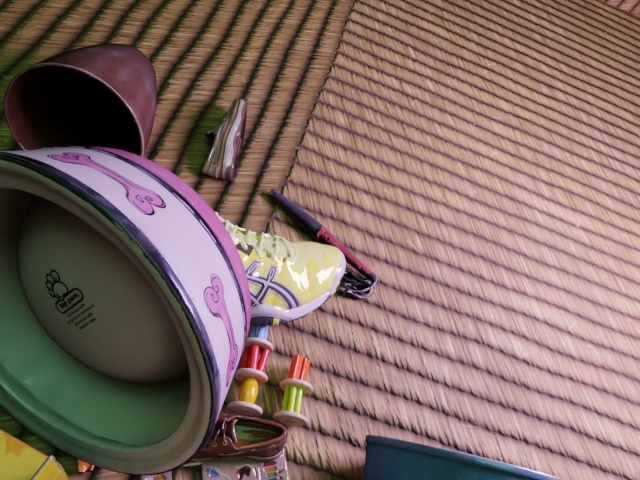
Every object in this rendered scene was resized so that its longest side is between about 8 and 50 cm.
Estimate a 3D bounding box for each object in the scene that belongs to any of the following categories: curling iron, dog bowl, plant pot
[{"bbox_3d":[0.000,0.000,0.980,0.068,0.035,0.274,-33,75,-34],"label":"curling iron"},{"bbox_3d":[-0.264,0.072,0.633,0.408,0.408,0.150,35,35,4],"label":"dog bowl"},{"bbox_3d":[0.163,0.402,0.656,0.272,0.271,0.255,18,69,-9],"label":"plant pot"},{"bbox_3d":[-0.371,-0.242,0.915,0.216,0.215,0.230,18,39,-8],"label":"plant pot"}]

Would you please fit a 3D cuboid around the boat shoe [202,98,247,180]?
[{"bbox_3d":[-0.186,-0.202,1.027,0.072,0.068,0.189,8,56,-2],"label":"boat shoe"}]

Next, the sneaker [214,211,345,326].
[{"bbox_3d":[-0.130,0.039,0.819,0.385,0.147,0.145,-5,37,-25],"label":"sneaker"}]

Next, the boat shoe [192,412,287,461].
[{"bbox_3d":[-0.131,0.264,0.734,0.178,0.060,0.064,8,50,-14],"label":"boat shoe"}]

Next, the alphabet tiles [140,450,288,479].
[{"bbox_3d":[-0.131,0.371,0.694,0.198,0.009,0.237,2,52,-20],"label":"alphabet tiles"}]

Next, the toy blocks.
[{"bbox_3d":[-0.068,0.196,0.817,0.123,0.054,0.148,15,54,-10],"label":"toy blocks"}]

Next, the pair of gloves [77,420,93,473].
[{"bbox_3d":[-0.287,0.268,0.717,0.083,0.010,0.074,0,58,-24],"label":"pair of gloves"}]

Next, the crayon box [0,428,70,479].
[{"bbox_3d":[-0.325,0.298,0.492,0.081,0.318,0.202,31,53,1],"label":"crayon box"}]
